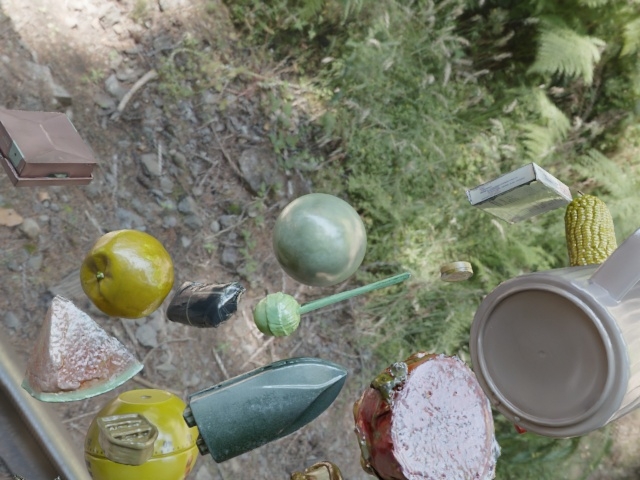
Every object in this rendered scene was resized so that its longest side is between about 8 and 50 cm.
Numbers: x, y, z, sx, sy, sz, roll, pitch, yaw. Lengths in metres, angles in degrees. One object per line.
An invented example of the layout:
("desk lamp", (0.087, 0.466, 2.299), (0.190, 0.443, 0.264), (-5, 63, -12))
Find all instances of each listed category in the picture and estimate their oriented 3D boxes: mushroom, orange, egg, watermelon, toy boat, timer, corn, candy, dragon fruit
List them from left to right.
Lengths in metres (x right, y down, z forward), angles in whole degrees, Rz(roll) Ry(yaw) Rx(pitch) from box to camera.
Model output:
("watermelon", (-0.699, 0.300, 1.538), (0.283, 0.251, 0.292), (-23, 92, -46))
("orange", (-0.582, 0.102, 1.655), (0.235, 0.279, 0.278), (-28, 100, -69))
("toy boat", (-0.447, 0.466, 1.290), (0.116, 0.188, 0.061), (5, 92, -36))
("timer", (-0.550, 0.668, 1.696), (0.376, 0.377, 0.386), (6, 85, -61))
("toy boat", (-0.096, 0.307, 1.049), (0.092, 0.320, 0.141), (-101, 169, -80))
("mushroom", (-0.010, 0.801, 1.709), (0.231, 0.194, 0.138), (-42, 121, -43))
("egg", (0.000, 0.000, 1.523), (0.352, 0.259, 0.258), (38, 40, -72))
("candy", (0.024, 0.118, 1.124), (0.093, 0.336, 0.092), (-10, 82, -84))
("dragon fruit", (0.183, 0.398, 1.168), (0.296, 0.263, 0.313), (-8, 82, -33))
("corn", (0.574, 0.016, 1.165), (0.101, 0.102, 0.310), (53, 35, -34))

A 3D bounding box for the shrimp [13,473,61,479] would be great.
("shrimp", (-0.773, 0.687, 1.523), (0.195, 0.147, 0.035), (43, 18, 21))

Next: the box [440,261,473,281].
("box", (0.452, 0.105, 1.833), (0.106, 0.106, 0.037), (29, 47, -54))

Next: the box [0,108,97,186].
("box", (-0.740, -0.248, 1.470), (0.215, 0.086, 0.215), (53, 31, 18))

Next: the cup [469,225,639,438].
("cup", (0.379, 0.123, 0.729), (0.273, 0.288, 0.208), (0, 64, -41))

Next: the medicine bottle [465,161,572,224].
("medicine bottle", (0.470, -0.102, 1.301), (0.201, 0.171, 0.052), (16, 60, -42))

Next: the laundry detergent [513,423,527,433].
("laundry detergent", (0.514, 0.388, 1.255), (0.049, 0.166, 0.097), (83, -17, -66))

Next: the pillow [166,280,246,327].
("pillow", (-0.372, 0.200, 1.772), (0.093, 0.335, 0.161), (36, 61, -42))
